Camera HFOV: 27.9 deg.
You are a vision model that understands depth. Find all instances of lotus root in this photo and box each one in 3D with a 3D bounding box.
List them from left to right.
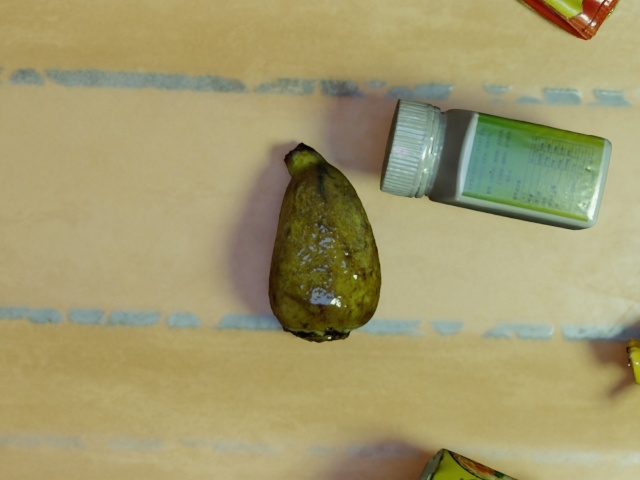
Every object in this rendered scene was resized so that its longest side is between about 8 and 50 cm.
[{"bbox_3d":[0.000,0.000,1.195,0.108,0.094,0.190,-2,87,-36],"label":"lotus root"}]

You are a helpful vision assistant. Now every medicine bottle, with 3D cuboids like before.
[{"bbox_3d":[0.154,-0.068,1.173,0.189,0.132,0.088,12,92,-2],"label":"medicine bottle"}]

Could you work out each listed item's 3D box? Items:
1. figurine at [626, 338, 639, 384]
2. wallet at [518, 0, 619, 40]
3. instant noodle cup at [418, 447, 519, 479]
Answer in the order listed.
[{"bbox_3d":[0.410,0.094,1.188,0.246,0.156,0.131,-13,96,16],"label":"figurine"},{"bbox_3d":[0.268,-0.316,1.200,0.141,0.067,0.241,35,91,-5],"label":"wallet"},{"bbox_3d":[0.137,0.282,1.176,0.144,0.182,0.182,30,91,6],"label":"instant noodle cup"}]
